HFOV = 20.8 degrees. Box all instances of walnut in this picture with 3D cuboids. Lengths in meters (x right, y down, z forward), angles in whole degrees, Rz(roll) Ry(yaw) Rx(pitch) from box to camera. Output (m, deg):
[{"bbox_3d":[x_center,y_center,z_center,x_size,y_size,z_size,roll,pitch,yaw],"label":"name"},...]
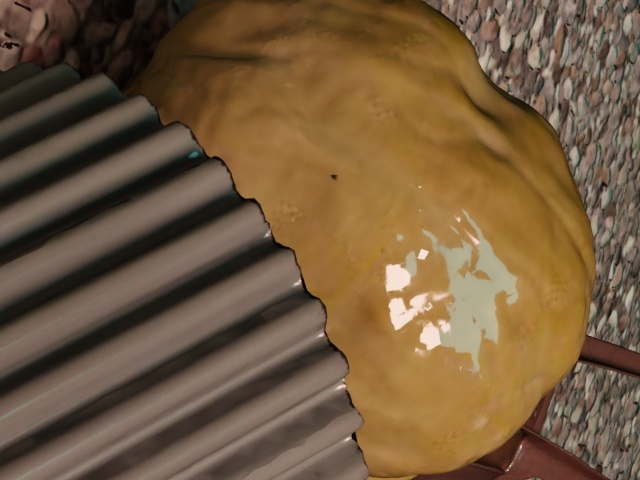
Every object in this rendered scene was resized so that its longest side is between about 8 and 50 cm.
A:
[{"bbox_3d":[-0.001,0.001,0.928,0.277,0.282,0.253,50,40,-10],"label":"walnut"}]

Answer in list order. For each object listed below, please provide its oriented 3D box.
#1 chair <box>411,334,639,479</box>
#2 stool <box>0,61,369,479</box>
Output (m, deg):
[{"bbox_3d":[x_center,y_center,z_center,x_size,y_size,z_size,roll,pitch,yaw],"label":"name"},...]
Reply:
[{"bbox_3d":[0.101,0.095,1.225,0.326,0.183,0.176,29,75,-51],"label":"chair"},{"bbox_3d":[-0.196,0.113,0.675,0.330,0.297,0.297,-27,124,-45],"label":"stool"}]
